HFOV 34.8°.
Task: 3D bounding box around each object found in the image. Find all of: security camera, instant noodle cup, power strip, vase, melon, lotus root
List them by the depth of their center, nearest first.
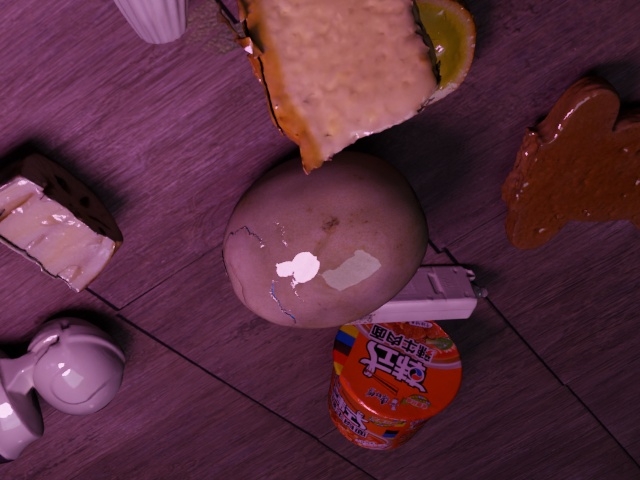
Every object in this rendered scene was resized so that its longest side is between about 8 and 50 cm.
[{"bbox_3d":[-0.218,-0.343,1.245,0.128,0.128,0.248,-16,148,-4],"label":"vase"},{"bbox_3d":[-0.401,-0.036,1.487,0.119,0.138,0.235,-38,136,12],"label":"lotus root"},{"bbox_3d":[0.000,0.000,1.585,0.330,0.268,0.268,-23,139,11],"label":"melon"},{"bbox_3d":[-0.469,0.236,1.726,0.277,0.197,0.191,-28,140,-4],"label":"security camera"},{"bbox_3d":[0.154,0.098,1.877,0.338,0.098,0.058,-1,136,-20],"label":"power strip"},{"bbox_3d":[0.126,0.273,1.966,0.250,0.250,0.192,-5,146,-17],"label":"instant noodle cup"}]

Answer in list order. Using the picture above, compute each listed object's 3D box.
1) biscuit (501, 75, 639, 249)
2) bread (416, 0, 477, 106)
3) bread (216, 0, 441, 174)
[{"bbox_3d":[0.506,-0.147,1.779,0.394,0.076,0.368,-8,138,-18],"label":"biscuit"},{"bbox_3d":[0.114,-0.282,1.473,0.236,0.070,0.236,-11,139,-10],"label":"bread"},{"bbox_3d":[-0.006,-0.302,1.237,0.248,0.315,0.279,-22,131,1],"label":"bread"}]
